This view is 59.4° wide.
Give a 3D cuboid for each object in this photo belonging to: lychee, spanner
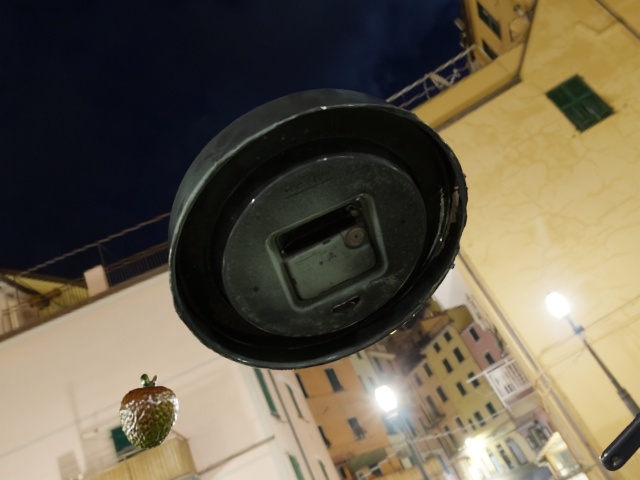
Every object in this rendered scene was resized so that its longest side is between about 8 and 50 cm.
[{"bbox_3d":[-0.344,0.341,1.125,0.114,0.147,0.114,-3,-21,-1],"label":"lychee"},{"bbox_3d":[0.531,0.224,0.827,0.087,0.024,0.316,39,-86,-17],"label":"spanner"}]

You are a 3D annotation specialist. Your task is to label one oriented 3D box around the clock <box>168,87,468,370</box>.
[{"bbox_3d":[0.000,0.000,0.702,0.385,0.076,0.386,-11,-52,-15],"label":"clock"}]
